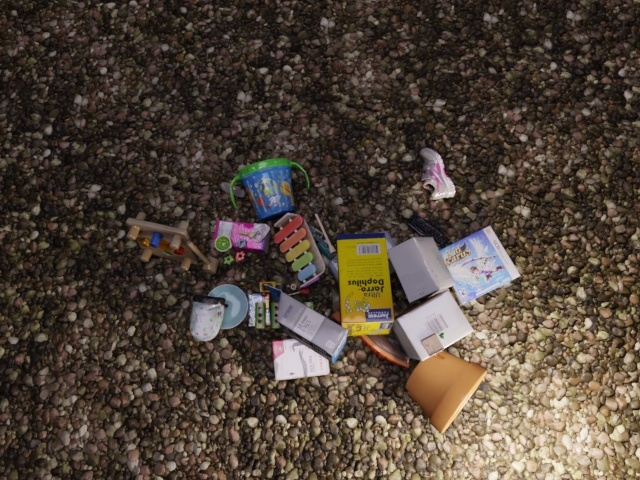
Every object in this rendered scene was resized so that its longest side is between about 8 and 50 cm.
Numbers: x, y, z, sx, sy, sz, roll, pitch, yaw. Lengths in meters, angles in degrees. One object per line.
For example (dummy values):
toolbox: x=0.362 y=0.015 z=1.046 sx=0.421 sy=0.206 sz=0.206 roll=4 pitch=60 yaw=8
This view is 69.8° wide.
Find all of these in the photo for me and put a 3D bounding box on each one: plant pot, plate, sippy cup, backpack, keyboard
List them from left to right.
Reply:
backpack: x=-0.470 y=0.318 z=1.874 sx=0.152 sy=0.115 sz=0.182 roll=7 pitch=80 yaw=2
plate: x=-0.399 y=0.281 z=1.951 sx=0.188 sy=0.024 sz=0.188 roll=-1 pitch=75 yaw=2
sippy cup: x=-0.214 y=-0.210 z=1.972 sx=0.305 sy=0.240 sz=0.224 roll=-19 pitch=86 yaw=28
keyboard: x=0.472 y=-0.055 z=1.975 sx=0.192 sy=0.038 sz=0.100 roll=41 pitch=62 yaw=16
plant pot: x=0.461 y=0.546 z=1.738 sx=0.203 sy=0.291 sz=0.291 roll=35 pitch=80 yaw=27

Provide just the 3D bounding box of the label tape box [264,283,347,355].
label tape box: x=-0.072 y=0.315 z=1.726 sx=0.347 sy=0.249 sz=0.115 roll=27 pitch=72 yaw=12

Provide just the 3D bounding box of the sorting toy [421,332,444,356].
sorting toy: x=0.391 y=0.347 z=1.553 sx=0.083 sy=0.012 sz=0.062 roll=-28 pitch=74 yaw=0

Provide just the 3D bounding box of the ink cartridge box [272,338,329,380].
ink cartridge box: x=-0.078 y=0.473 z=1.856 sx=0.217 sy=0.092 sz=0.159 roll=-7 pitch=76 yaw=-1

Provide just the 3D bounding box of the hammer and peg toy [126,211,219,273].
hammer and peg toy: x=-0.600 y=0.013 z=1.905 sx=0.361 sy=0.266 sz=0.127 roll=11 pitch=59 yaw=6

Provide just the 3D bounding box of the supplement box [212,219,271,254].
supplement box: x=-0.336 y=-0.014 z=1.975 sx=0.220 sy=0.111 sz=0.114 roll=8 pitch=78 yaw=5

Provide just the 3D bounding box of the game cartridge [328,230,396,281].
game cartridge: x=0.195 y=0.092 z=1.959 sx=0.297 sy=0.062 sz=0.198 roll=-30 pitch=81 yaw=-5

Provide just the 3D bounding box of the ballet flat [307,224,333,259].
ballet flat: x=0.000 y=0.000 z=1.985 sx=0.188 sy=0.070 sz=0.070 roll=44 pitch=82 yaw=8

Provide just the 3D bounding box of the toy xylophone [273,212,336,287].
toy xylophone: x=-0.067 y=0.021 z=1.920 sx=0.081 sy=0.236 sz=0.323 roll=-10 pitch=62 yaw=-46

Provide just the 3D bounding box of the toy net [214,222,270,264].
toy net: x=-0.312 y=0.005 z=1.889 sx=0.232 sy=0.045 sz=0.122 roll=-25 pitch=78 yaw=-2

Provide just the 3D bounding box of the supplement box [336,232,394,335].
supplement box: x=0.166 y=0.171 z=1.783 sx=0.195 sy=0.194 sz=0.357 roll=-3 pitch=65 yaw=1

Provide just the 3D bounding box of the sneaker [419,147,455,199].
sneaker: x=0.489 y=-0.289 z=2.013 sx=0.111 sy=0.103 sz=0.252 roll=-22 pitch=76 yaw=-5

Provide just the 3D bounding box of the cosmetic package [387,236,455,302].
cosmetic package: x=0.406 y=0.110 z=1.841 sx=0.138 sy=0.224 sz=0.225 roll=-32 pitch=74 yaw=29

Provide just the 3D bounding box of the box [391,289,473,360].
box: x=0.400 y=0.325 z=1.741 sx=0.215 sy=0.345 sz=0.168 roll=-29 pitch=78 yaw=-5

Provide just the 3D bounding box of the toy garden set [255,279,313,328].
toy garden set: x=-0.150 y=0.263 z=1.913 sx=0.244 sy=0.049 sz=0.204 roll=0 pitch=76 yaw=-7

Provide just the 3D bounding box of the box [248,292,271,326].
box: x=-0.257 y=0.293 z=1.939 sx=0.094 sy=0.027 sz=0.137 roll=-3 pitch=76 yaw=1

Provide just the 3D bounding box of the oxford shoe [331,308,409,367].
oxford shoe: x=0.224 y=0.372 z=1.853 sx=0.363 sy=0.130 sz=0.133 roll=37 pitch=75 yaw=10

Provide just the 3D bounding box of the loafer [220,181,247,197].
loafer: x=-0.391 y=-0.229 z=2.072 sx=0.125 sy=0.039 sz=0.045 roll=25 pitch=112 yaw=11

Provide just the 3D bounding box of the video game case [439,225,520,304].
video game case: x=0.653 y=0.103 z=1.932 sx=0.269 sy=0.061 sz=0.244 roll=-26 pitch=76 yaw=-4
